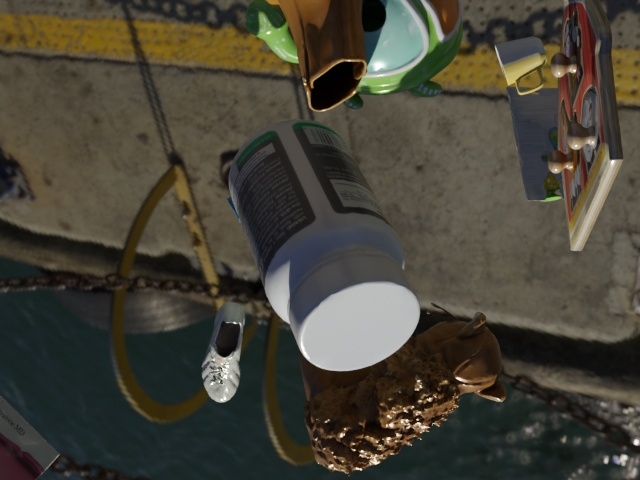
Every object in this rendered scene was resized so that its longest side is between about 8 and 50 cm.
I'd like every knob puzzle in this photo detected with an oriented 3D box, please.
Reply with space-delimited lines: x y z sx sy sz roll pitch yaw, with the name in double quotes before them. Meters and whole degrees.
"knob puzzle" 0.199 -0.112 0.713 0.030 0.213 0.213 -2 129 6

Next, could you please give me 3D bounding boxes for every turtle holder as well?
"turtle holder" 0.067 -0.378 1.450 0.320 0.243 0.227 22 159 25

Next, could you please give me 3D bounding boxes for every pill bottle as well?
"pill bottle" 0.000 0.000 1.296 0.204 0.361 0.204 -11 133 -12

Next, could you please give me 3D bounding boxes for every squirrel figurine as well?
"squirrel figurine" 0.161 0.272 1.659 0.370 0.397 0.281 -12 103 6

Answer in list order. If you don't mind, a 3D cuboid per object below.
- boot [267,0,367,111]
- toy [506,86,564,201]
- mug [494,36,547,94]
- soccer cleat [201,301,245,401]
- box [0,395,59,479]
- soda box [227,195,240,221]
"boot" -0.014 -0.258 1.082 0.104 0.211 0.295 -4 175 -13
"toy" 0.441 -0.191 1.812 0.056 0.137 0.237 -32 64 60
"mug" 0.296 -0.259 1.299 0.064 0.062 0.078 -19 113 12
"soccer cleat" -0.165 0.197 1.509 0.068 0.076 0.196 8 113 -5
"box" -0.554 0.372 1.395 0.148 0.232 0.127 49 149 -14
"soda box" -0.058 -0.090 1.618 0.067 0.210 0.071 56 176 46
